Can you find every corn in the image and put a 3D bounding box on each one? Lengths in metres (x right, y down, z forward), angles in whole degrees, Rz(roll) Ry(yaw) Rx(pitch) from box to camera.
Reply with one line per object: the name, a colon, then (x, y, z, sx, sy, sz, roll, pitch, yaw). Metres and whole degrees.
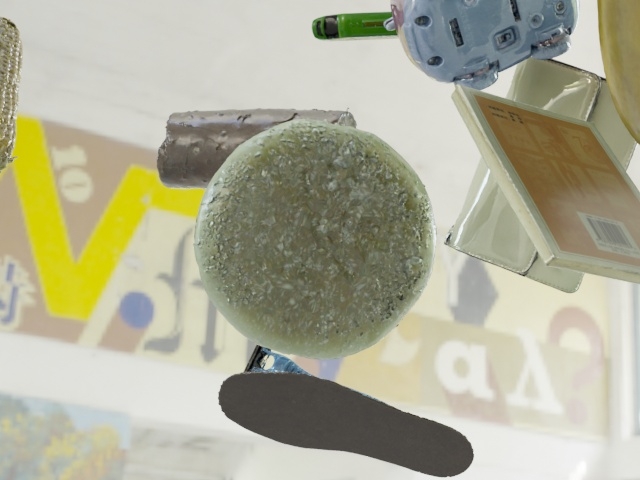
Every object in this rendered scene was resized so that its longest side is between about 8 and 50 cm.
corn: (-0.493, -0.213, 1.688, 0.115, 0.317, 0.115, -5, -43, -4)

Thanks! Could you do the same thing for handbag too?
handbag: (0.384, -0.113, 1.976, 0.237, 0.358, 0.160, 22, 4, 8)

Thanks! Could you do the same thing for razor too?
razor: (0.010, 0.216, 1.672, 0.253, 0.082, 0.042, 24, -15, 11)

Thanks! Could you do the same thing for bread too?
bread: (0.000, 0.000, 1.229, 0.267, 0.266, 0.040, 7, 2, -12)

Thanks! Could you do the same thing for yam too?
yam: (-0.085, -0.129, 1.645, 0.280, 0.131, 0.131, 2, -18, 11)

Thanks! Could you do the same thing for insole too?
insole: (0.031, 0.227, 1.441, 0.328, 0.007, 0.111, 15, -61, 3)

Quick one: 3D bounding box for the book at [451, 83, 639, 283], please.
book: (0.225, -0.048, 1.045, 0.170, 0.241, 0.018, 11, -53, -26)

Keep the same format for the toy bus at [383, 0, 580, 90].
toy bus: (0.249, -0.376, 1.855, 0.294, 0.197, 0.232, -27, 23, -11)

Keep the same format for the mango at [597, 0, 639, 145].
mango: (0.433, -0.277, 1.371, 0.221, 0.301, 0.445, 2, -38, 37)

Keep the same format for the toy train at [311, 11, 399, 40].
toy train: (0.087, -0.365, 1.972, 0.209, 0.044, 0.042, -8, 3, -28)
